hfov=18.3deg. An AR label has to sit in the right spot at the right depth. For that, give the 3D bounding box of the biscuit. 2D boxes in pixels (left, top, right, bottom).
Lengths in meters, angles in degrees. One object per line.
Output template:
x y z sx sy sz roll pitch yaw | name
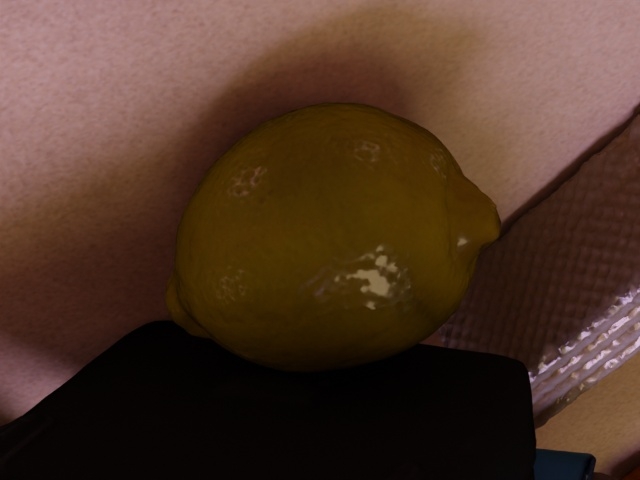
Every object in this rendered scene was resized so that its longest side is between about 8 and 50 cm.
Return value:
0.257 -0.025 1.477 0.078 0.144 0.426 22 127 -41 | biscuit

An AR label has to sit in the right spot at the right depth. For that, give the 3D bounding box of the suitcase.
-0.044 0.178 1.360 0.345 0.339 0.188 3 114 26 | suitcase

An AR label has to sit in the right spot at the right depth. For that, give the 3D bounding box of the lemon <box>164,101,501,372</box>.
0.000 0.000 1.349 0.248 0.184 0.184 -16 146 19 | lemon

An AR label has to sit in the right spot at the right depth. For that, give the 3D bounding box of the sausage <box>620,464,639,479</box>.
0.383 0.217 1.875 0.238 0.098 0.098 -25 143 8 | sausage

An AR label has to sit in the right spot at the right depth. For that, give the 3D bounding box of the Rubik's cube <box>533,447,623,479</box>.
0.108 0.344 1.564 0.358 0.387 0.368 20 153 9 | Rubik's cube
